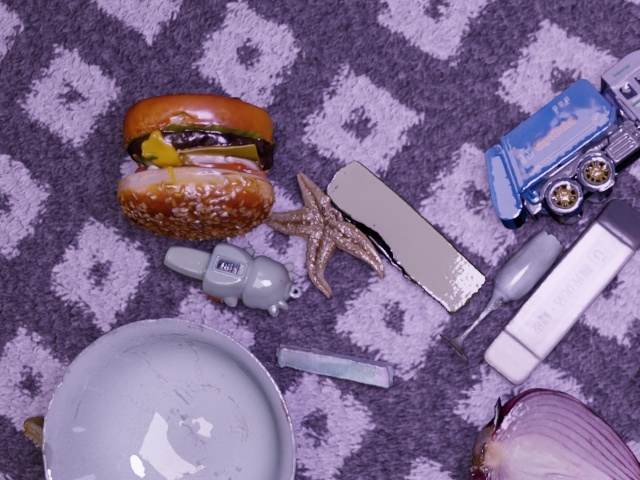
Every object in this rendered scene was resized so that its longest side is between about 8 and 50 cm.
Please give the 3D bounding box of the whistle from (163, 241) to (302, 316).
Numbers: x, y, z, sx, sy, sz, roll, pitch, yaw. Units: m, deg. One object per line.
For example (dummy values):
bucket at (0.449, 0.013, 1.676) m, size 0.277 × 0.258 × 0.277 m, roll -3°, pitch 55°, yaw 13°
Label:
whistle at (-0.153, 0.062, 1.660) m, size 0.253 × 0.101 × 0.106 m, roll 15°, pitch 131°, yaw 6°

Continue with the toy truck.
toy truck at (0.434, -0.152, 1.531) m, size 0.367 × 0.146 × 0.175 m, roll -36°, pitch 76°, yaw 7°

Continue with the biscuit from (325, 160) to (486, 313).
biscuit at (0.142, -0.008, 1.636) m, size 0.322 × 0.038 × 0.099 m, roll 43°, pitch 92°, yaw 12°

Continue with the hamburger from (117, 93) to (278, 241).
hamburger at (-0.203, -0.116, 1.599) m, size 0.291 × 0.291 × 0.225 m, roll -3°, pitch 80°, yaw 12°

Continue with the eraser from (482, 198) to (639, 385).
eraser at (0.409, 0.084, 1.563) m, size 0.089 × 0.061 × 0.352 m, roll 39°, pitch 95°, yaw 12°

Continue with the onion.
onion at (0.393, 0.392, 1.501) m, size 0.349 × 0.159 × 0.267 m, roll 22°, pitch 79°, yaw -3°

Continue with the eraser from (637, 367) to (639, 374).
eraser at (0.612, 0.277, 1.434) m, size 0.092 × 0.210 × 0.274 m, roll -42°, pitch 77°, yaw 7°

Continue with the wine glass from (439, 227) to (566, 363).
wine glass at (0.308, 0.086, 1.577) m, size 0.074 × 0.074 × 0.262 m, roll 42°, pitch 90°, yaw 11°

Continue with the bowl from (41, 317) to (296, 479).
bowl at (-0.233, 0.344, 1.609) m, size 0.435 × 0.196 × 0.435 m, roll -1°, pitch 86°, yaw 11°

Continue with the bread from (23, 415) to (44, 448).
bread at (-0.512, 0.360, 1.750) m, size 0.088 × 0.034 × 0.049 m, roll 30°, pitch 107°, yaw 16°

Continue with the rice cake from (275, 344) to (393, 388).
rice cake at (0.024, 0.217, 1.647) m, size 0.211 × 0.034 × 0.043 m, roll 10°, pitch 97°, yaw 12°

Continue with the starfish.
starfish at (-0.002, 0.001, 1.643) m, size 0.138 × 0.050 × 0.247 m, roll -46°, pitch 76°, yaw 24°
